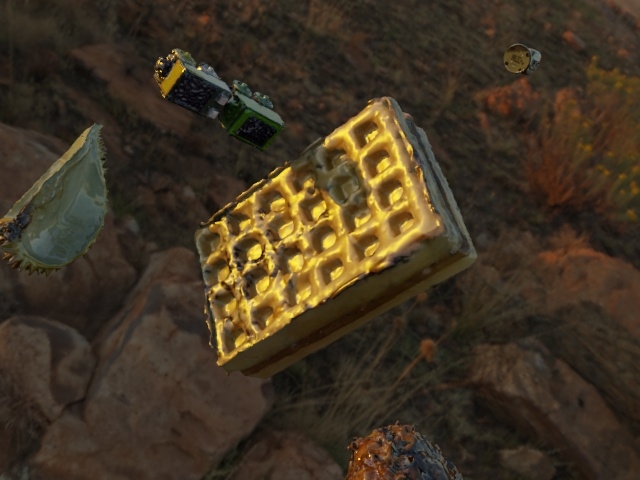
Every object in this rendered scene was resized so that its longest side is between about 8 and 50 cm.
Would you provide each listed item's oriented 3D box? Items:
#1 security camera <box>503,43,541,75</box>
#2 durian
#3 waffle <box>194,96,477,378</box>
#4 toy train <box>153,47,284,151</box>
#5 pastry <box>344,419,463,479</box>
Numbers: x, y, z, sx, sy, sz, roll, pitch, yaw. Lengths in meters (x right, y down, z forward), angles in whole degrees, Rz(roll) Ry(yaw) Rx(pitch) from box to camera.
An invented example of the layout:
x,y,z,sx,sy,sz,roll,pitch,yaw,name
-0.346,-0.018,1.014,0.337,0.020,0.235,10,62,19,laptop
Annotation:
x,y,z,sx,sy,sz,roll,pitch,yaw,name
0.387,-0.337,1.506,0.092,0.058,0.058,-12,54,-51,security camera
-0.393,-0.059,1.174,0.144,0.139,0.252,27,53,17,durian
0.000,0.000,1.103,0.114,0.376,0.261,29,36,-49,waffle
-0.132,-0.185,1.070,0.202,0.060,0.081,21,28,-46,toy train
0.097,0.358,0.984,0.275,0.193,0.275,48,13,-15,pastry
